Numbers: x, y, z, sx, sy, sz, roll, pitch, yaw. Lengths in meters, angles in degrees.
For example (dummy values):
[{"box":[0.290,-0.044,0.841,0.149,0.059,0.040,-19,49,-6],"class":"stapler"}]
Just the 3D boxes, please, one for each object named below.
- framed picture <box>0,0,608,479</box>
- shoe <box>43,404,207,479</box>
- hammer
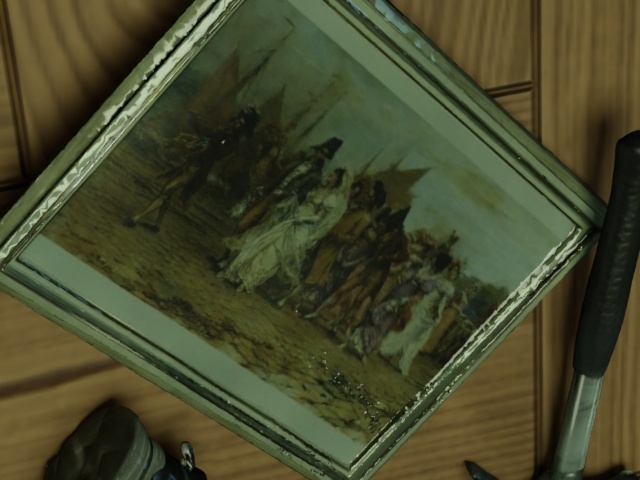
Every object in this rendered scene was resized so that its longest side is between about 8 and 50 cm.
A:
[{"box":[0.000,0.000,0.795,0.274,0.017,0.217,35,100,-37],"class":"framed picture"},{"box":[-0.106,0.168,0.831,0.099,0.071,0.169,28,100,-31],"class":"shoe"},{"box":[0.137,0.053,0.867,0.103,0.029,0.246,-5,124,-15],"class":"hammer"}]
